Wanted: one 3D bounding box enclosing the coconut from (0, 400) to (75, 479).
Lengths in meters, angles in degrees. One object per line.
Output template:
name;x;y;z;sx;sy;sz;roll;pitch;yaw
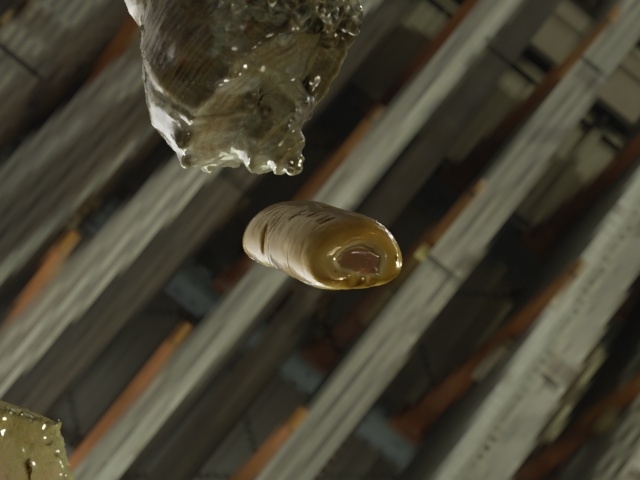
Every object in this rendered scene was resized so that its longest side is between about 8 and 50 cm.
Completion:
coconut;-0.309;0.177;1.168;0.245;0.233;0.233;2;-140;39

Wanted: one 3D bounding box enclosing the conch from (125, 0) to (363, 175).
conch;-0.062;-0.152;1.216;0.163;0.245;0.178;-32;166;2

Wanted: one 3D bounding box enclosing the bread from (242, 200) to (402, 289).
bread;0.000;0.000;2.253;0.142;0.091;0.305;-10;-170;-18
